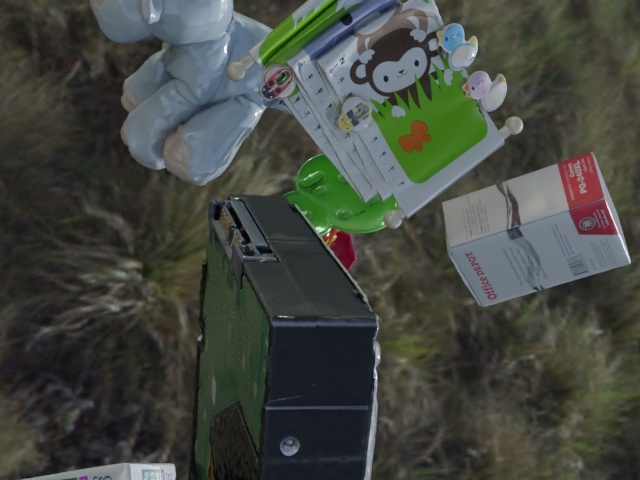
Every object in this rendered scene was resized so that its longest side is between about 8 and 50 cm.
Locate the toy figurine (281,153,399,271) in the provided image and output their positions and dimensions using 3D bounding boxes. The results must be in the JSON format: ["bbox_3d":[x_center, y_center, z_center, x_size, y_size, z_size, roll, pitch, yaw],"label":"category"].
[{"bbox_3d":[0.000,0.000,1.475,0.173,0.159,0.130,-30,63,-37],"label":"toy figurine"}]

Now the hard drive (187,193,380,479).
[{"bbox_3d":[-0.035,0.163,0.712,0.064,0.237,0.339,1,106,-14],"label":"hard drive"}]

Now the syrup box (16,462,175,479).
[{"bbox_3d":[-0.255,0.271,1.130,0.096,0.236,0.093,26,55,-65],"label":"syrup box"}]

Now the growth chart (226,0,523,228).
[{"bbox_3d":[0.056,-0.122,0.991,0.172,0.021,0.237,-45,122,2],"label":"growth chart"}]

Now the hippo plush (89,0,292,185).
[{"bbox_3d":[-0.156,-0.216,1.386,0.236,0.294,0.234,51,56,-50],"label":"hippo plush"}]

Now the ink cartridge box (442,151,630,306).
[{"bbox_3d":[0.201,-0.007,1.127,0.109,0.150,0.063,54,24,-48],"label":"ink cartridge box"}]
